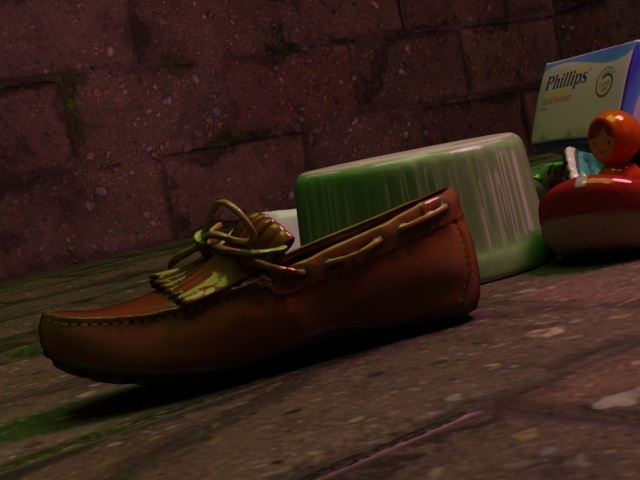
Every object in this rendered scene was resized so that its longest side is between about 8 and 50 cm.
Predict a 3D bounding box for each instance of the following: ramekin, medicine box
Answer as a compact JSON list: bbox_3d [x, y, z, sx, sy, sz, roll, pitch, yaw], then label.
[{"bbox_3d":[0.113,-0.031,1.250,0.303,0.148,0.303,-11,5,1],"label":"ramekin"},{"bbox_3d":[0.522,-0.192,1.653,0.289,0.149,0.263,11,-2,-17],"label":"medicine box"}]

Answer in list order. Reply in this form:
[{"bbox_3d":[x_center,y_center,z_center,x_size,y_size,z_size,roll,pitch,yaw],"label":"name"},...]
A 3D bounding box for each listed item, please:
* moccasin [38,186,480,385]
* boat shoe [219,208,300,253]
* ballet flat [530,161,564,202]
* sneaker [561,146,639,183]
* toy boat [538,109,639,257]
[{"bbox_3d":[-0.047,0.031,0.901,0.380,0.147,0.139,-12,5,-11],"label":"moccasin"},{"bbox_3d":[0.000,0.000,1.520,0.301,0.108,0.102,-23,-29,4],"label":"boat shoe"},{"bbox_3d":[0.331,-0.075,1.819,0.221,0.077,0.079,-13,20,46],"label":"ballet flat"},{"bbox_3d":[0.416,-0.088,1.553,0.110,0.107,0.275,1,10,27],"label":"sneaker"},{"bbox_3d":[0.328,-0.068,1.169,0.151,0.151,0.231,-8,5,36],"label":"toy boat"}]
